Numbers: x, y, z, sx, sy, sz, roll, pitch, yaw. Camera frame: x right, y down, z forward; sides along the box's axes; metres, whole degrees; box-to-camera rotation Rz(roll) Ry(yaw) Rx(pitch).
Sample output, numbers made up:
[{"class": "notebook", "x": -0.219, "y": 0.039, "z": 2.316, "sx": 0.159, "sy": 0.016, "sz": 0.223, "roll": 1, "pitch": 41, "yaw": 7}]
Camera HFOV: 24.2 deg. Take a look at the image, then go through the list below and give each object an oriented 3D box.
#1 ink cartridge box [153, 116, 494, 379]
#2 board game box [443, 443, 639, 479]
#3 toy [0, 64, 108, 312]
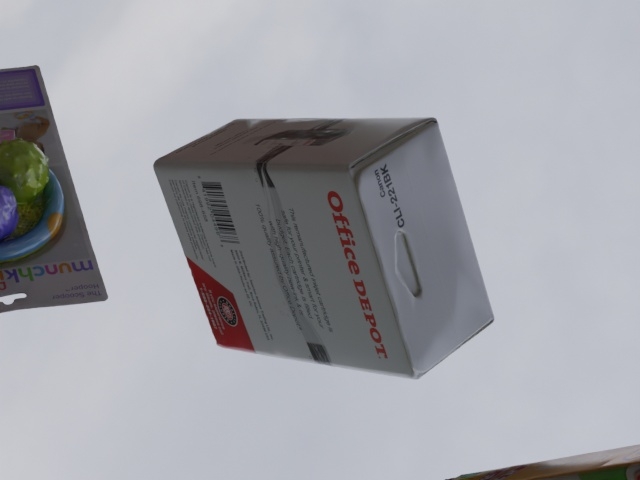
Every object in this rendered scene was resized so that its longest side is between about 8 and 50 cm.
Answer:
[{"class": "ink cartridge box", "x": 0.000, "y": 0.000, "z": 1.314, "sx": 0.114, "sy": 0.197, "sz": 0.273, "roll": -32, "pitch": -157, "yaw": -35}, {"class": "board game box", "x": 0.136, "y": 0.153, "z": 0.645, "sx": 0.039, "sy": 0.124, "sz": 0.259, "roll": -20, "pitch": 177, "yaw": -31}, {"class": "toy", "x": -0.243, "y": -0.053, "z": 1.061, "sx": 0.056, "sy": 0.137, "sz": 0.237, "roll": 104, "pitch": -29, "yaw": -45}]
